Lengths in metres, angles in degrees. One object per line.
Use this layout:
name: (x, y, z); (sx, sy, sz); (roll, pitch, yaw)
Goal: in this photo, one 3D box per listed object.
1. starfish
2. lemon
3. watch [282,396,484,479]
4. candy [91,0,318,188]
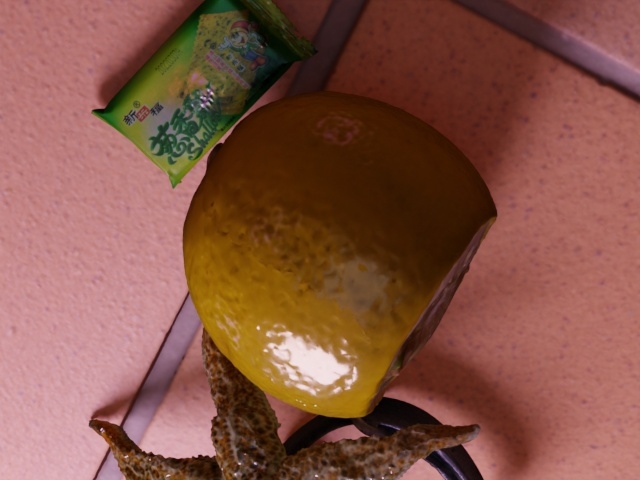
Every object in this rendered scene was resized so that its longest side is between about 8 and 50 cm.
starfish: (-0.037, 0.213, 0.885); (0.358, 0.078, 0.347); (-33, 82, 22)
lemon: (0.000, 0.000, 0.781); (0.219, 0.240, 0.240); (35, 109, 11)
watch: (0.057, 0.237, 0.946); (0.193, 0.068, 0.206); (-20, 106, 14)
candy: (-0.098, -0.132, 0.836); (0.102, 0.032, 0.178); (43, 106, -13)
